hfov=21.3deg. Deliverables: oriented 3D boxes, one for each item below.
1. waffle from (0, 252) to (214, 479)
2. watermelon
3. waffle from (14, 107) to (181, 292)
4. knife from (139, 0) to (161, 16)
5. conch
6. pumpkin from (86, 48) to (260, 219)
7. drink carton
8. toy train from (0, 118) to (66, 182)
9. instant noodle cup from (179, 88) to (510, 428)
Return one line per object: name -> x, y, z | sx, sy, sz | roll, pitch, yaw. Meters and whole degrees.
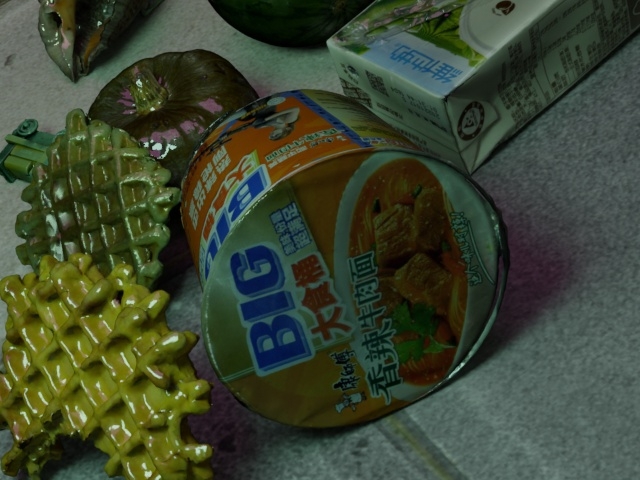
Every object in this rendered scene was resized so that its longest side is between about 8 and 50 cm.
waffle -> -0.207, 0.141, 1.541 | 0.293, 0.259, 0.069 | 19, 21, 39
watermelon -> -0.033, -0.348, 1.994 | 0.242, 0.242, 0.242 | -12, 42, 11
waffle -> -0.236, -0.016, 1.774 | 0.214, 0.208, 0.054 | 35, 21, 33
knife -> -0.176, -0.361, 2.239 | 0.030, 0.014, 0.207 | 15, 54, 35
conch -> -0.289, -0.317, 2.134 | 0.163, 0.178, 0.245 | 11, 69, -22
pumpkin -> -0.165, -0.126, 1.870 | 0.219, 0.162, 0.219 | -15, 39, 13
drink carton -> 0.195, -0.239, 1.861 | 0.324, 0.132, 0.194 | -41, 45, -19
toy train -> -0.325, -0.098, 1.991 | 0.122, 0.050, 0.081 | 15, 64, 36
instant noodle cup -> 0.000, 0.000, 1.588 | 0.296, 0.296, 0.214 | -26, 34, -6
